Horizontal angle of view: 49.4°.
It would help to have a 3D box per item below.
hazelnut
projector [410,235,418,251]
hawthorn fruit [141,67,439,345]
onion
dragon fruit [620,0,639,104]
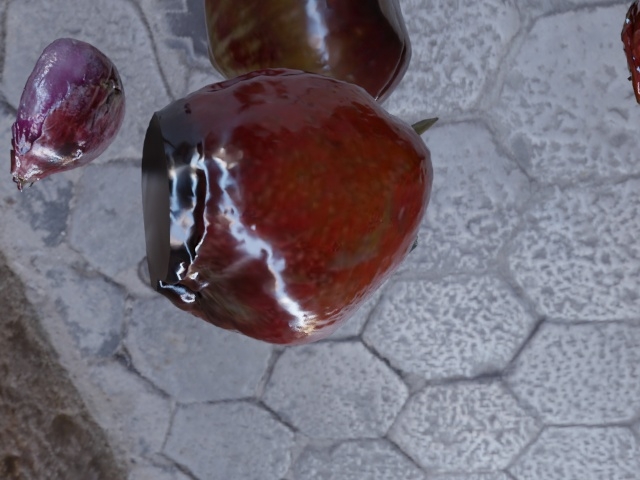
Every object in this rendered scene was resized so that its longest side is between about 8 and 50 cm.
[{"bbox_3d":[-0.013,-0.433,1.372,0.402,0.402,0.429,-21,102,23],"label":"hazelnut"},{"bbox_3d":[0.000,0.000,1.107,0.270,0.088,0.193,-33,96,-14],"label":"projector"},{"bbox_3d":[-0.015,-0.036,0.499,0.190,0.251,0.189,36,143,34],"label":"hawthorn fruit"},{"bbox_3d":[-0.435,-0.200,1.226,0.120,0.283,0.227,23,170,14],"label":"onion"},{"bbox_3d":[0.369,-0.150,0.478,0.296,0.302,0.295,4,105,15],"label":"dragon fruit"}]
